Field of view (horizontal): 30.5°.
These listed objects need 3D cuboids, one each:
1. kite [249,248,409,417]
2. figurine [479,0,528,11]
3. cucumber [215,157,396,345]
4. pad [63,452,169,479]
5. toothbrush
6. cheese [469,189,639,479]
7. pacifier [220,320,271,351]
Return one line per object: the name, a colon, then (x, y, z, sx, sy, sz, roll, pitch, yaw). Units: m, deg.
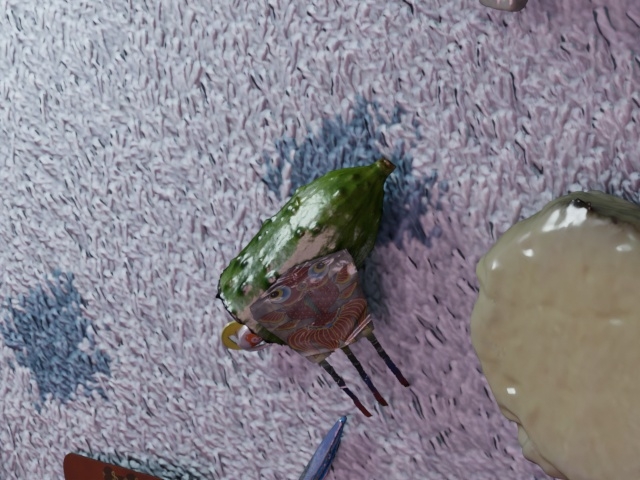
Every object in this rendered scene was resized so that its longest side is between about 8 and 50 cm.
kite: (0.028, 0.111, 1.313, 0.127, 0.016, 0.229, -34, 120, 9)
figurine: (0.133, -0.364, 1.153, 0.309, 0.143, 0.308, -5, 82, 35)
cucumber: (-0.001, 0.000, 1.324, 0.134, 0.134, 0.244, 44, 109, 13)
pad: (-0.258, 0.383, 1.564, 0.267, 0.004, 0.181, 2, 103, 44)
toothbrush: (-0.058, 0.377, 1.482, 0.042, 0.035, 0.413, 38, 116, 19)
cheese: (0.288, 0.095, 1.135, 0.326, 0.115, 0.318, -49, 60, 42)
pacifier: (-0.084, 0.098, 1.431, 0.083, 0.068, 0.064, -35, 49, 12)
